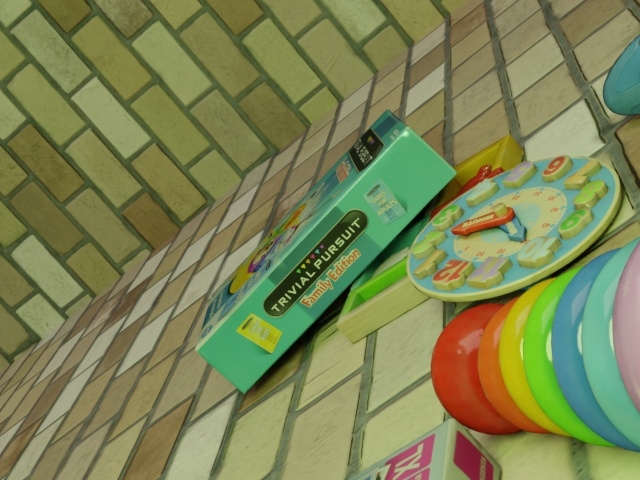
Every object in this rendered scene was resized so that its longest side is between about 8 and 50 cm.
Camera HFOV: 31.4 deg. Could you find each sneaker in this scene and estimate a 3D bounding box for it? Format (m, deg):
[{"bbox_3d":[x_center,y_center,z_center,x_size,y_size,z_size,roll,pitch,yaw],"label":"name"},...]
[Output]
[{"bbox_3d":[0.344,-0.170,1.042,0.209,0.069,0.082,-31,19,36],"label":"sneaker"}]

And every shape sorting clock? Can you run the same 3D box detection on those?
[{"bbox_3d":[0.169,-0.016,1.022,0.206,0.040,0.206,-27,27,15],"label":"shape sorting clock"}]

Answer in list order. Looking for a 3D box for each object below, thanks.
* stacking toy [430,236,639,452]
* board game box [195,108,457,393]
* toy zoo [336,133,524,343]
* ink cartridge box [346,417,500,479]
[{"bbox_3d":[0.166,0.064,0.667,0.141,0.141,0.330,-46,8,-20],"label":"stacking toy"},{"bbox_3d":[0.000,0.000,1.343,0.336,0.079,0.254,-47,9,6],"label":"board game box"},{"bbox_3d":[0.128,-0.018,1.248,0.192,0.030,0.293,-34,15,30],"label":"toy zoo"},{"bbox_3d":[-0.027,0.252,0.730,0.311,0.065,0.186,-38,12,23],"label":"ink cartridge box"}]
